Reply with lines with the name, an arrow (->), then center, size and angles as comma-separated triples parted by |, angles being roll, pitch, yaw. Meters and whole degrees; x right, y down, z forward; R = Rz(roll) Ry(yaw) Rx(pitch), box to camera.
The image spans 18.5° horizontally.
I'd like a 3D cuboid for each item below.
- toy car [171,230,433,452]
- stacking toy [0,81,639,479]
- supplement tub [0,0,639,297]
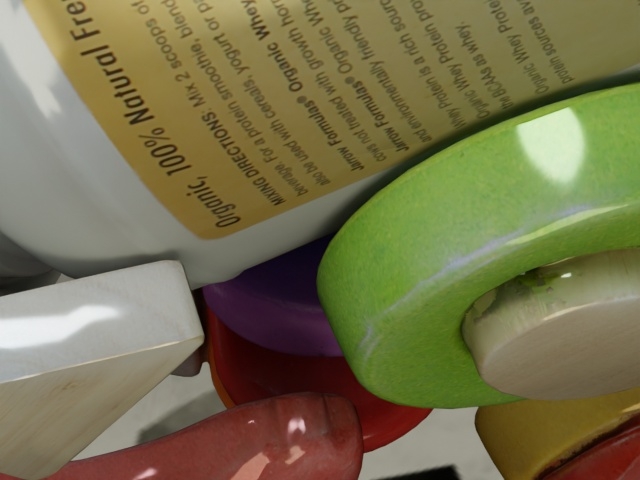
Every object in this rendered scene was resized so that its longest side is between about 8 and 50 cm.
toy car -> 0.000, 0.000, 0.670 | 0.159, 0.136, 0.182 | -5, 132, -3
stacking toy -> 0.028, 0.093, 0.544 | 0.309, 0.130, 0.279 | -17, 157, -1
supplement tub -> -0.001, -0.121, 0.499 | 0.316, 0.228, 0.228 | -22, 131, 12
